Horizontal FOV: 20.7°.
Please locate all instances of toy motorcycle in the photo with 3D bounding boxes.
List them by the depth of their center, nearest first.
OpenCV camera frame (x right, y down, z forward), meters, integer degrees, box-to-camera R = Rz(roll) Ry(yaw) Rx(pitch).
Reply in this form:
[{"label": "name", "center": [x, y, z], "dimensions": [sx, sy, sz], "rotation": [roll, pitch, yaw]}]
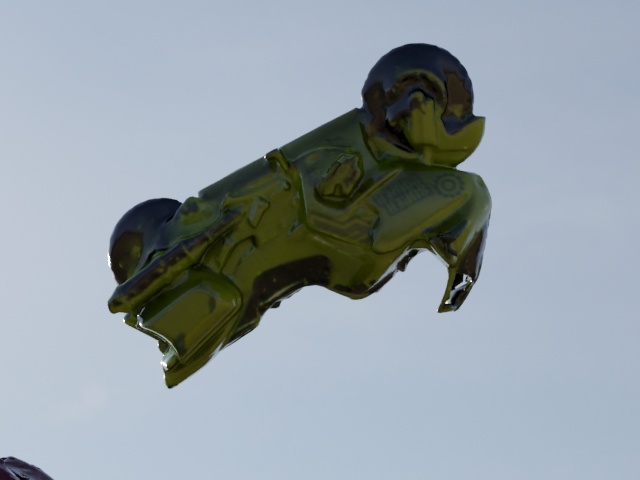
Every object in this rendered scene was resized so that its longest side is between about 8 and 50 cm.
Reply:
[{"label": "toy motorcycle", "center": [0.000, 0.000, 1.424], "dimensions": [0.342, 0.206, 0.142], "rotation": [-30, -10, 3]}]

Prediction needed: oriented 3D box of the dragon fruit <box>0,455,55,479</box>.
[{"label": "dragon fruit", "center": [-0.359, 0.347, 1.673], "dimensions": [0.329, 0.329, 0.329], "rotation": [-3, -26, -1]}]
